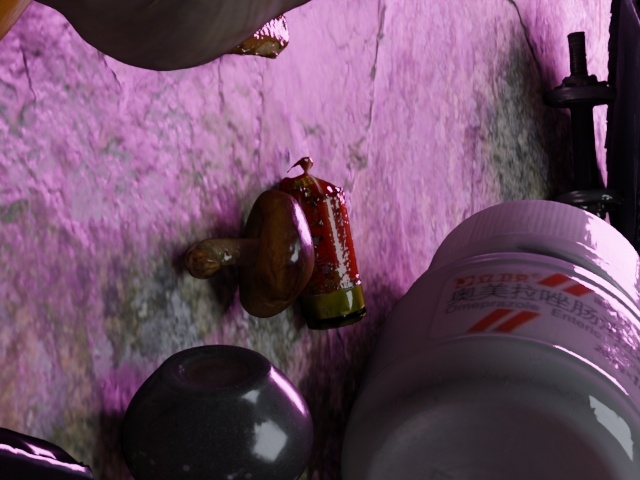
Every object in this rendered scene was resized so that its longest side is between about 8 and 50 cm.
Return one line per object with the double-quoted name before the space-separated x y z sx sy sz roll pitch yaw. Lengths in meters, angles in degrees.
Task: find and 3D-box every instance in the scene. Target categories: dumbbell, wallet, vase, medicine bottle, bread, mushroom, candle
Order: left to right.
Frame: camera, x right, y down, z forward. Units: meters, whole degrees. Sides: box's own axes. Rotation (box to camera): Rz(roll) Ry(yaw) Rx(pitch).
"vase" -0.065 0.161 1.212 0.120 0.120 0.183 -45 140 -60
"bread" -0.055 -0.154 1.382 0.083 0.036 0.047 -2 78 -64
"mushroom" -0.044 0.015 1.329 0.129 0.073 0.088 -25 141 -61
"candle" 0.000 0.000 1.452 0.052 0.052 0.130 -33 114 -63
"medicine bottle" 0.158 0.123 1.538 0.306 0.245 0.245 -67 144 -59
"dumbbell" 0.286 -0.100 2.073 0.081 0.081 0.254 4 81 -66
"wallet" 0.359 -0.128 2.104 0.237 0.075 0.342 -97 -178 -54

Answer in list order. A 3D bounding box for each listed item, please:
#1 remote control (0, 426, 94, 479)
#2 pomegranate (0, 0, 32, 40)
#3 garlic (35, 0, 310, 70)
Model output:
"remote control" -0.223 0.131 0.911 0.399 0.062 0.144 28 59 -62
"pomegranate" -0.221 -0.167 0.779 0.264 0.264 0.264 -6 90 -66
"garlic" -0.075 -0.253 1.066 0.322 0.322 0.241 43 21 -56
